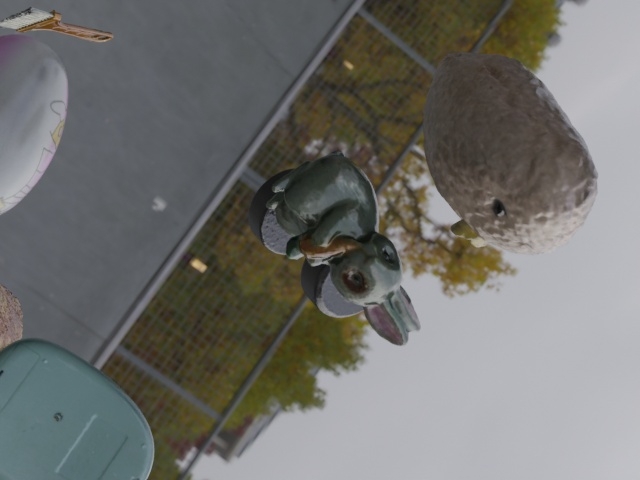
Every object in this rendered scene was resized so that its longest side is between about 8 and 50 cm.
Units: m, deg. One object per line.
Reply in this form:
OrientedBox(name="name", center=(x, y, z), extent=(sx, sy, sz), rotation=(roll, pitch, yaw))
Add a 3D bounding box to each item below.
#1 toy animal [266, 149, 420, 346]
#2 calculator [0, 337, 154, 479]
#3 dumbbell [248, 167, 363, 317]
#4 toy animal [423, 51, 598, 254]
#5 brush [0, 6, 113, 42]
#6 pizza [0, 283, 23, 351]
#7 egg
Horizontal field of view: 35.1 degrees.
OrientedBox(name="toy animal", center=(0.046, 0.012, 1.236), extent=(0.127, 0.251, 0.125), rotation=(-41, 171, 16))
OrientedBox(name="calculator", center=(-0.346, 0.227, 1.265), extent=(0.184, 0.295, 0.042), rotation=(-57, -174, -19))
OrientedBox(name="dumbbell", center=(0.000, 0.000, 2.189), extent=(0.203, 0.204, 0.322), rotation=(-51, -134, 9))
OrientedBox(name="toy animal", center=(0.233, -0.114, 1.332), extent=(0.226, 0.188, 0.358), rotation=(85, -12, -47))
OrientedBox(name="brush", center=(-0.480, -0.399, 1.897), extent=(0.090, 0.017, 0.314), rotation=(-13, 179, 20))
OrientedBox(name="pizza", center=(-0.568, 0.156, 1.703), extent=(0.086, 0.161, 0.305), rotation=(-18, -169, -1))
OrientedBox(name="egg", center=(-0.450, -0.152, 1.375), extent=(0.271, 0.196, 0.196), rotation=(-50, -170, -18))
